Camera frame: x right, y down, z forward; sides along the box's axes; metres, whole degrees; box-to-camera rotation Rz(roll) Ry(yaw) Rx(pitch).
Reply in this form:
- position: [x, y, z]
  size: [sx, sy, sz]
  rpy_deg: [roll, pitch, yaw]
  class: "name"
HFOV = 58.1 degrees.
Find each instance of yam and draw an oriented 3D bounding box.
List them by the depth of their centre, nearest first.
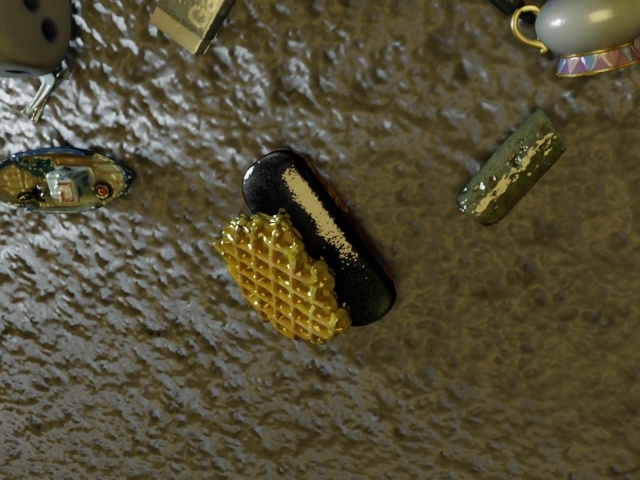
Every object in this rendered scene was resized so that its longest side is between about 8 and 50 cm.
- position: [0.277, -0.100, 0.831]
  size: [0.078, 0.078, 0.179]
  rpy_deg: [39, 109, -3]
  class: "yam"

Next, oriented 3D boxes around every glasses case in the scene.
- position: [0.000, 0.000, 0.918]
  size: [0.122, 0.082, 0.321]
  rpy_deg: [-32, 101, 24]
  class: "glasses case"

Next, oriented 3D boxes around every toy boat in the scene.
- position: [-0.447, -0.096, 0.961]
  size: [0.262, 0.115, 0.114]
  rpy_deg: [1, 109, 12]
  class: "toy boat"

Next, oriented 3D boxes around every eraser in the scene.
- position: [-0.159, -0.383, 0.835]
  size: [0.092, 0.046, 0.212]
  rpy_deg: [36, 112, -2]
  class: "eraser"

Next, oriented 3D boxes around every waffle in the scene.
- position: [-0.066, 0.065, 0.915]
  size: [0.245, 0.052, 0.254]
  rpy_deg: [-12, 116, 51]
  class: "waffle"

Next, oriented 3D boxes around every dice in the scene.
- position: [-0.495, -0.342, 0.828]
  size: [0.194, 0.192, 0.193]
  rpy_deg: [4, 97, 16]
  class: "dice"

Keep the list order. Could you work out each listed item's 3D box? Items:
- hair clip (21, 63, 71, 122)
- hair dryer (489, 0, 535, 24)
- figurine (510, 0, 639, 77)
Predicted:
- position: [-0.461, -0.244, 0.954]
  size: [0.030, 0.039, 0.115]
  rpy_deg: [43, 114, -2]
  class: "hair clip"
- position: [0.188, -0.358, 0.740]
  size: [0.255, 0.128, 0.070]
  rpy_deg: [32, 117, -12]
  class: "hair dryer"
- position: [0.321, -0.340, 0.699]
  size: [0.190, 0.142, 0.263]
  rpy_deg: [-11, 108, 16]
  class: "figurine"
